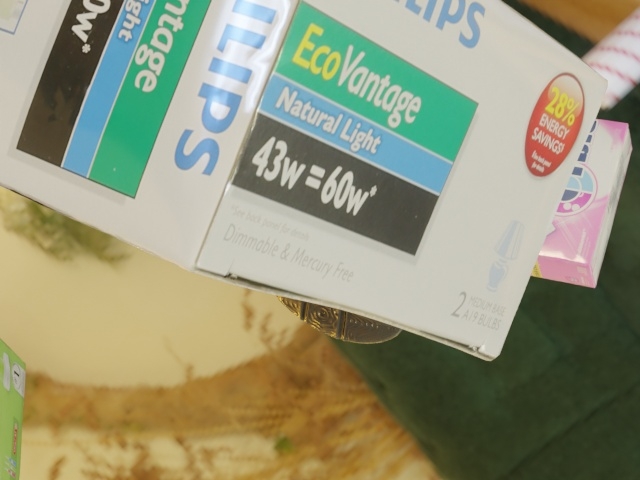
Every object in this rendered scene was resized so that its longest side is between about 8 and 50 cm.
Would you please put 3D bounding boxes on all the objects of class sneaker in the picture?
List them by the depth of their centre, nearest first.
[{"bbox_3d":[0.000,-0.001,2.502,0.447,0.257,0.169,25,131,23],"label":"sneaker"}]

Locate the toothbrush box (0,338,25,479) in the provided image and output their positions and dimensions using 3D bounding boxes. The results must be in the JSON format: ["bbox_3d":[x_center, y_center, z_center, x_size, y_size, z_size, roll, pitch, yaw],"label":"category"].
[{"bbox_3d":[-0.414,0.184,1.513,0.283,0.122,0.206,74,-167,-66],"label":"toothbrush box"}]

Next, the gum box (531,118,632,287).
[{"bbox_3d":[0.273,-0.052,1.596,0.107,0.188,0.062,11,159,21],"label":"gum box"}]

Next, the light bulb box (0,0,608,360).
[{"bbox_3d":[-0.062,-0.100,0.983,0.361,0.225,0.358,22,-179,37],"label":"light bulb box"}]
